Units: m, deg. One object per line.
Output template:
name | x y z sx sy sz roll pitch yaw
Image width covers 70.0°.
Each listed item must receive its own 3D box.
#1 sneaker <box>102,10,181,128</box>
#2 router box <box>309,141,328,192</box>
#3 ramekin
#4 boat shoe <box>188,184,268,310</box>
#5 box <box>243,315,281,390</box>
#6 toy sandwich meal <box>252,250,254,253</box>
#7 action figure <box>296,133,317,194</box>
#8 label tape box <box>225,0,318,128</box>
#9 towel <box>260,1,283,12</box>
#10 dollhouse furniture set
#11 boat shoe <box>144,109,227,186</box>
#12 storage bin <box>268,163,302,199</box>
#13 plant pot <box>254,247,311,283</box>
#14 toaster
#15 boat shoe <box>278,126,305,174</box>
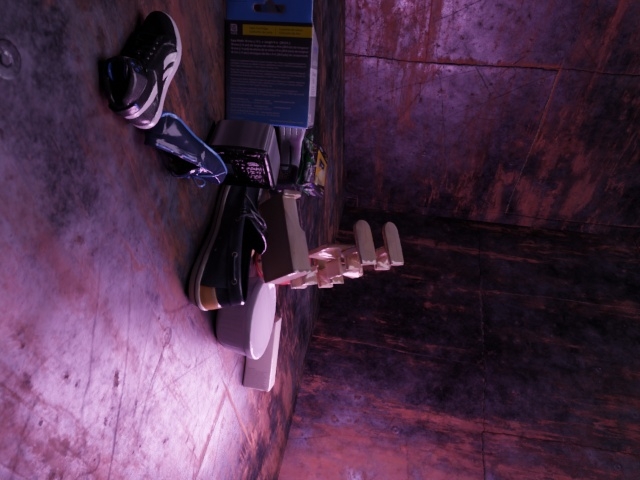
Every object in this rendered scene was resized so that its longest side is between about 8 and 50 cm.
sneaker | -0.308 -0.314 0.789 0.121 0.079 0.217 33 66 -82
router box | -0.032 -0.372 2.454 0.309 0.080 0.243 12 85 -81
ramekin | -0.241 0.241 1.490 0.273 0.127 0.273 7 90 -80
boat shoe | -0.224 -0.026 1.312 0.187 0.155 0.500 81 17 -54
box | -0.226 0.433 1.784 0.094 0.113 0.275 -8 106 -81
toy sandwich meal | -0.249 0.040 1.589 0.085 0.029 0.086 7 90 -81
action figure | -0.048 -0.305 1.739 0.137 0.063 0.232 62 27 -68
label tape box | -0.131 -0.486 1.250 0.106 0.240 0.334 -57 153 -69
towel | -0.121 -0.619 1.425 0.370 0.040 0.272 82 -15 -62
dollhouse furniture set | 0.000 0.000 1.523 0.394 0.362 0.257 3 72 -41
boat shoe | -0.297 -0.177 0.982 0.258 0.109 0.089 42 61 -59
storage bin | -0.140 -0.226 1.770 0.180 0.122 0.084 62 36 -74
plant pot | -0.146 0.077 1.761 0.174 0.191 0.191 4 93 -78
toaster | -0.206 -0.231 1.231 0.186 0.168 0.110 83 14 -60
boat shoe | -0.124 -0.429 1.823 0.119 0.121 0.335 -130 -132 -70
